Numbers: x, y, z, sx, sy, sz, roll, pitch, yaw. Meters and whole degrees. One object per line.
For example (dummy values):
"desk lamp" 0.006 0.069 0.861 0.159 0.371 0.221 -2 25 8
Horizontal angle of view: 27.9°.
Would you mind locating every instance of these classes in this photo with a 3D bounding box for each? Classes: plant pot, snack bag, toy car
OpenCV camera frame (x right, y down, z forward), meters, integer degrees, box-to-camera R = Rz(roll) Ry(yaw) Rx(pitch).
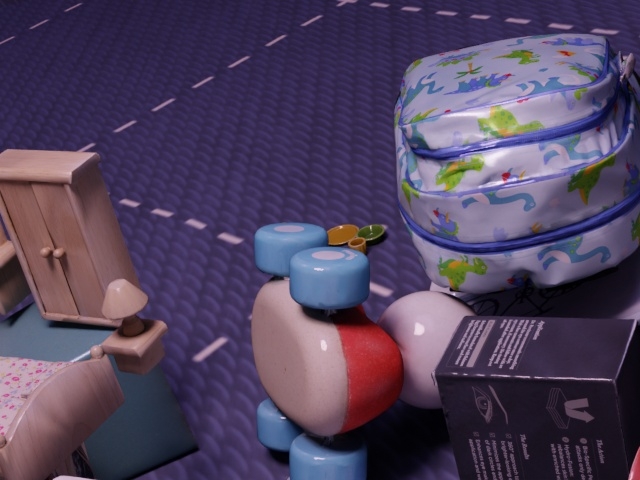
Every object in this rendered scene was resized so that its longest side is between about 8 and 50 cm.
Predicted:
"plant pot" -0.281 0.171 1.328 0.234 0.165 0.166 -28 31 -13
"snack bag" 0.253 0.019 1.347 0.323 0.037 0.342 -25 23 22
"toy car" 0.068 0.101 1.234 0.238 0.219 0.210 -4 14 -19

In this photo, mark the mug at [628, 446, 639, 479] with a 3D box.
"mug" 0.337 0.206 0.995 0.169 0.113 0.150 7 38 31

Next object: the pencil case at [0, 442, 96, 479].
"pencil case" -0.390 0.270 1.175 0.410 0.183 0.160 -16 18 -1

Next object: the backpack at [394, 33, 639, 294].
"backpack" 0.194 -0.082 1.270 0.290 0.273 0.355 -4 39 13

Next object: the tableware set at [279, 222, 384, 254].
"tableware set" 0.000 0.000 1.623 0.154 0.024 0.104 6 35 36

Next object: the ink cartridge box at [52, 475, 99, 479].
"ink cartridge box" -0.151 0.332 0.903 0.117 0.201 0.278 13 21 -21

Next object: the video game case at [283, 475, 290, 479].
"video game case" 0.034 0.293 1.084 0.274 0.026 0.196 4 35 34

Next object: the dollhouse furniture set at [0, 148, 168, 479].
"dollhouse furniture set" -0.333 0.074 1.142 0.303 0.173 0.355 4 32 32

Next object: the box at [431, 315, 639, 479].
"box" 0.197 0.153 1.110 0.158 0.156 0.093 0 31 27
